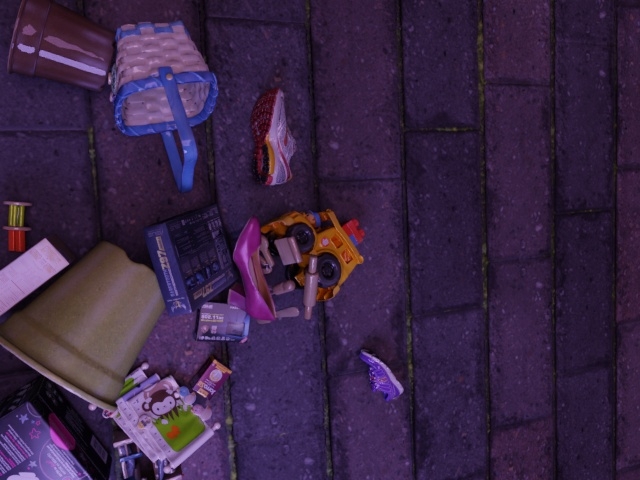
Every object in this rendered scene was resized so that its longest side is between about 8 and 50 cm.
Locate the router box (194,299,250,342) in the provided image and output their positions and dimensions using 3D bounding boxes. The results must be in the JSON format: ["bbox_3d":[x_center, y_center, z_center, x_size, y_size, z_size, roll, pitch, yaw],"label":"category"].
[{"bbox_3d":[-0.226,0.187,1.215,0.122,0.038,0.092,6,91,-21],"label":"router box"}]

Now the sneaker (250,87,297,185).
[{"bbox_3d":[-0.105,-0.239,1.216,0.092,0.088,0.225,0,95,-41],"label":"sneaker"}]

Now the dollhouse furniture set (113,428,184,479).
[{"bbox_3d":[-0.359,0.481,1.109,0.129,0.183,0.129,-11,98,-20],"label":"dollhouse furniture set"}]

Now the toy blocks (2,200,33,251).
[{"bbox_3d":[-0.640,-0.006,1.035,0.123,0.054,0.148,4,93,-20],"label":"toy blocks"}]

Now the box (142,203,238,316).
[{"bbox_3d":[-0.262,0.032,1.095,0.059,0.232,0.183,-12,101,18],"label":"box"}]

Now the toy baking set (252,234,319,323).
[{"bbox_3d":[-0.089,0.094,1.179,0.030,0.196,0.256,-34,133,-49],"label":"toy baking set"}]

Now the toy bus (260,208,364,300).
[{"bbox_3d":[0.000,0.000,1.241,0.211,0.149,0.220,-42,105,-27],"label":"toy bus"}]

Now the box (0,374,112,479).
[{"bbox_3d":[-0.552,0.423,1.043,0.142,0.163,0.247,-32,104,-12],"label":"box"}]

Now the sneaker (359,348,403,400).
[{"bbox_3d":[0.150,0.353,1.357,0.071,0.068,0.170,-39,107,-8],"label":"sneaker"}]

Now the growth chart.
[{"bbox_3d":[-0.347,0.373,1.127,0.237,0.021,0.172,39,49,6],"label":"growth chart"}]

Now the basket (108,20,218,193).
[{"bbox_3d":[-0.305,-0.258,1.046,0.201,0.255,0.289,-20,83,-22],"label":"basket"}]

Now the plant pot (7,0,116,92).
[{"bbox_3d":[-0.493,-0.376,1.015,0.165,0.167,0.167,14,89,-29],"label":"plant pot"}]

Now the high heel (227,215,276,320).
[{"bbox_3d":[-0.129,0.067,1.130,0.117,0.082,0.244,20,116,9],"label":"high heel"}]

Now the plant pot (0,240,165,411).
[{"bbox_3d":[-0.439,0.150,1.035,0.276,0.276,0.254,41,68,-19],"label":"plant pot"}]

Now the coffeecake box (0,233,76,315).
[{"bbox_3d":[-0.580,0.073,1.017,0.185,0.142,0.068,-40,106,-13],"label":"coffeecake box"}]

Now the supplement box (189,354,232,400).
[{"bbox_3d":[-0.254,0.316,1.212,0.055,0.043,0.083,40,81,-20],"label":"supplement box"}]
